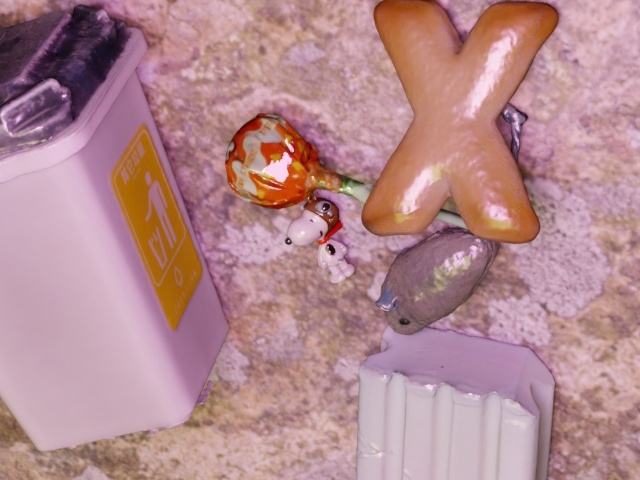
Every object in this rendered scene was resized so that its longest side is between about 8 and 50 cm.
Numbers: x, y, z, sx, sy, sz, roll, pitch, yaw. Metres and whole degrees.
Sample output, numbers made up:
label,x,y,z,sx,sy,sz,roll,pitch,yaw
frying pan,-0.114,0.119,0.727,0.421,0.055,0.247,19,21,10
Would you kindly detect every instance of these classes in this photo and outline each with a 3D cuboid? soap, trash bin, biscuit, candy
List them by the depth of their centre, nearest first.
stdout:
label,x,y,z,sx,sy,sz,roll,pitch,yaw
biscuit,0.116,-0.104,1.622,0.164,0.047,0.208,3,88,20
candy,0.045,-0.045,1.696,0.288,0.078,0.084,16,83,22
trash bin,-0.265,0.000,1.773,0.296,0.256,0.367,-14,117,20
soap,0.125,0.234,1.810,0.173,0.095,0.289,11,119,17

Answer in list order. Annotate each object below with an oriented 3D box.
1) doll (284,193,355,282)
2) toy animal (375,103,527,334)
label,x,y,z,sx,sy,sz,roll,pitch,yaw
doll,0.006,-0.002,1.772,0.085,0.040,0.058,40,85,-24
toy animal,0.126,-0.006,1.705,0.079,0.070,0.253,26,121,-6
